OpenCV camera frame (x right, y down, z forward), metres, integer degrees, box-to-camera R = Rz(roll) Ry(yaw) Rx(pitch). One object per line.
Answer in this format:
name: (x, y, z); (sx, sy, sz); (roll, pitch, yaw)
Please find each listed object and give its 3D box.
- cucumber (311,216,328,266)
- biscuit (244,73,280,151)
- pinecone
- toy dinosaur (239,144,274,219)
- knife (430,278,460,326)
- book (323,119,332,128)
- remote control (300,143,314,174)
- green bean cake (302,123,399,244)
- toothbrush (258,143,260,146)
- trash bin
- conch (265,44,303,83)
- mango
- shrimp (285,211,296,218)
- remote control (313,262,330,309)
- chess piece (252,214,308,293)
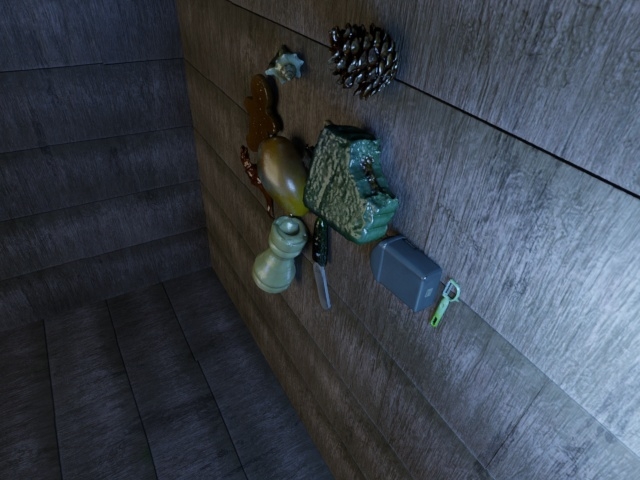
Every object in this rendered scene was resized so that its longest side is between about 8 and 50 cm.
cucumber: (0.000, 0.000, 1.812); (0.074, 0.075, 0.241); (41, 138, 47)
biscuit: (-0.267, -0.575, 1.972); (0.283, 0.064, 0.431); (46, 146, 32)
pinecone: (0.108, -0.490, 1.134); (0.179, 0.205, 0.184); (-12, 80, 60)
toy dinosaur: (-0.309, -0.308, 2.182); (0.208, 0.097, 0.431); (-8, 107, 56)
knife: (0.379, 0.202, 1.261); (0.054, 0.015, 0.212); (45, 143, 30)
book: (0.060, -0.263, 1.583); (0.228, 0.018, 0.322); (50, 147, 35)
remote control: (0.047, -0.189, 1.566); (0.398, 0.062, 0.144); (58, 151, 22)
green bean cake: (0.111, -0.179, 1.318); (0.308, 0.169, 0.300); (42, 127, 32)
toothbrush: (-0.252, -0.404, 2.000); (0.167, 0.011, 0.014); (52, 156, 20)
trash bin: (0.262, 0.094, 1.327); (0.236, 0.101, 0.176); (43, 141, 41)
conch: (-0.140, -0.664, 1.609); (0.114, 0.137, 0.234); (53, 179, -33)
mango: (-0.154, -0.273, 1.810); (0.222, 0.199, 0.383); (8, 126, 54)
shrimp: (-0.163, -0.174, 2.061); (0.132, 0.052, 0.187); (102, 151, -77)
remote control: (0.007, 0.217, 1.991); (0.077, 0.022, 0.244); (14, 118, 58)
chess piece: (-0.197, 0.069, 2.100); (0.234, 0.234, 0.442); (60, 147, 23)
